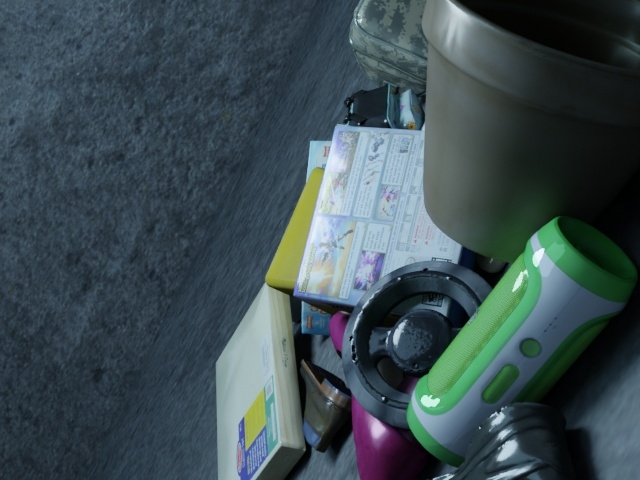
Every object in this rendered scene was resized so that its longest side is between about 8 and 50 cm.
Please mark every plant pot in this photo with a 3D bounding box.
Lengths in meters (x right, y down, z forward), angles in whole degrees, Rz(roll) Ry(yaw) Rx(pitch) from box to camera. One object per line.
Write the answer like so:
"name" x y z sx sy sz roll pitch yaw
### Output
"plant pot" 0.245 -0.138 1.161 0.323 0.323 0.280 -92 15 -57
"plant pot" 0.075 0.024 1.596 0.187 0.212 0.212 12 77 60

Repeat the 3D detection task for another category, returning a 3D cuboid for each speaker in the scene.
"speaker" 0.219 0.118 1.119 0.296 0.131 0.131 -57 18 26

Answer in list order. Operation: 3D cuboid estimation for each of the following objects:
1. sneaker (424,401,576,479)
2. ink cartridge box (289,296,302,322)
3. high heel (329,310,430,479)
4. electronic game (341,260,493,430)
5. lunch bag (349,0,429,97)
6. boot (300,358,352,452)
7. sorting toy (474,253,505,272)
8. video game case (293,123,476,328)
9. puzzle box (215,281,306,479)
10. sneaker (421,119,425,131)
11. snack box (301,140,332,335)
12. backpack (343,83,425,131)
"sneaker" 0.166 0.302 1.065 0.286 0.109 0.130 -58 23 29
"ink cartridge box" -0.034 0.064 2.088 0.127 0.072 0.175 -46 25 51
"high heel" 0.055 0.225 1.453 0.181 0.127 0.377 -54 20 0
"electronic game" 0.133 0.134 1.302 0.229 0.048 0.229 -11 63 23
"lunch bag" 0.191 -0.430 1.862 0.256 0.212 0.305 110 -175 -79
"boot" -0.010 0.273 1.690 0.106 0.082 0.219 -62 18 0
"sorting toy" 0.262 -0.071 1.430 0.193 0.038 0.208 -61 21 16
"video game case" 0.107 -0.025 1.434 0.244 0.061 0.270 8 78 30
"puzzle box" -0.125 0.311 1.923 0.272 0.052 0.409 -56 27 35
"sneaker" 0.227 -0.208 1.643 0.092 0.087 0.229 -43 29 47
"snack box" 0.000 0.000 1.843 0.187 0.060 0.322 -85 -2 -46
"backpack" 0.127 -0.160 1.738 0.166 0.144 0.188 -89 -16 -58
